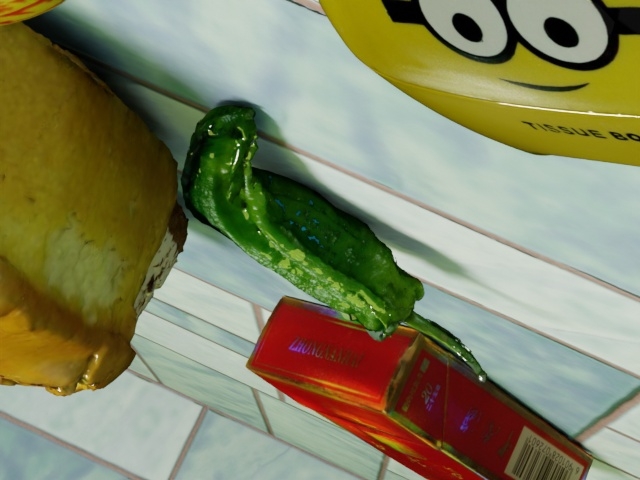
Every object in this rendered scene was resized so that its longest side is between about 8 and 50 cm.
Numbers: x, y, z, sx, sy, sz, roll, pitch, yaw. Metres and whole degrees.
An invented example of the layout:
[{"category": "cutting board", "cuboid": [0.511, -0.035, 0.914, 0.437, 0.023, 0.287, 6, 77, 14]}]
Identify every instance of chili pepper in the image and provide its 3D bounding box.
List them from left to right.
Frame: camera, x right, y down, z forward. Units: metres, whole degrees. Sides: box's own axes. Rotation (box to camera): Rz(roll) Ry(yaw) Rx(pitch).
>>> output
[{"category": "chili pepper", "cuboid": [0.000, 0.000, 0.988, 0.279, 0.065, 0.122, 38, 166, -31]}]

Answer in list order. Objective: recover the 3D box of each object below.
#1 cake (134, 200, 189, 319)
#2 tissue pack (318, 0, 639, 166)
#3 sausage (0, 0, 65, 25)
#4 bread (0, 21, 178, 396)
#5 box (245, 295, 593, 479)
[{"category": "cake", "cuboid": [-0.234, -0.032, 1.219, 0.246, 0.112, 0.135, 29, 165, -2]}, {"category": "tissue pack", "cuboid": [0.081, -0.085, 0.350, 0.178, 0.123, 0.127, 13, 162, 46]}, {"category": "sausage", "cuboid": [-0.153, -0.171, 0.455, 0.123, 0.123, 0.347, 22, 168, 17]}, {"category": "bread", "cuboid": [-0.284, -0.044, 1.020, 0.398, 0.215, 0.398, 27, 170, 5]}, {"category": "box", "cuboid": [0.102, 0.172, 1.442, 0.197, 0.089, 0.313, 13, 162, 48]}]
